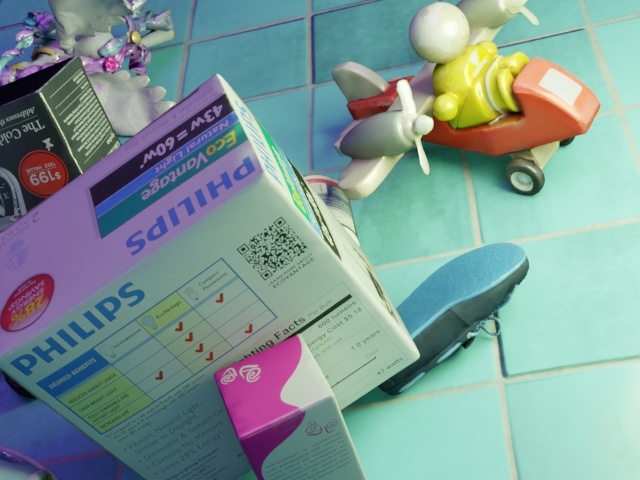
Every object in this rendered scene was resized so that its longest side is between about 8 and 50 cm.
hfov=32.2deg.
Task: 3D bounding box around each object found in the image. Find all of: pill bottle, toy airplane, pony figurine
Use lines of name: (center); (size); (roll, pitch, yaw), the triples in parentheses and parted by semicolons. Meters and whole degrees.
pill bottle: (0.000, 0.000, 1.578); (0.108, 0.108, 0.180); (-15, 41, 5)
toy airplane: (0.174, -0.236, 1.648); (0.384, 0.272, 0.386); (-19, 41, 1)
pony figurine: (-0.419, -0.346, 2.036); (0.351, 0.302, 0.363); (-6, 26, 25)

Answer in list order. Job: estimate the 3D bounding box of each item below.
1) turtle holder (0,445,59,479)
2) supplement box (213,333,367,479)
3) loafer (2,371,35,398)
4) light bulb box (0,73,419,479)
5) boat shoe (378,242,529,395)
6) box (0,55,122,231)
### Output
turtle holder: (-0.376, 0.347, 1.238); (0.320, 0.243, 0.227); (-5, 24, 29)
supplement box: (-0.024, 0.231, 1.242); (0.111, 0.220, 0.114); (-24, 41, -6)
loafer: (-0.360, 0.132, 1.592); (0.223, 0.076, 0.078); (-39, 53, -17)
light bulb box: (-0.139, 0.071, 1.298); (0.358, 0.361, 0.225); (-34, 40, 6)
boat shoe: (0.162, 0.098, 1.427); (0.258, 0.089, 0.109); (-32, 32, -8)
box: (-0.443, -0.043, 1.578); (0.343, 0.312, 0.179); (-20, 22, 14)
